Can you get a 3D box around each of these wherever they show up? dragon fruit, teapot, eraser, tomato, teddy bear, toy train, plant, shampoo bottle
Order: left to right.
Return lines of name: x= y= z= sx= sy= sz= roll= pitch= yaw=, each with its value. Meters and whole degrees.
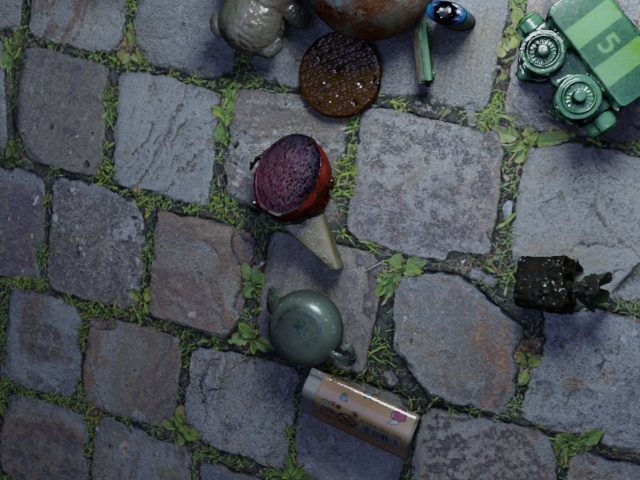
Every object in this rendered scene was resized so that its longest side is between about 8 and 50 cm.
teddy bear: x=-0.131 y=-0.567 z=1.910 sx=0.235 sy=0.151 sz=0.267 roll=27 pitch=110 yaw=6
dragon fruit: x=-0.044 y=-0.138 z=1.973 sx=0.223 sy=0.148 sz=0.219 roll=-26 pitch=59 yaw=31
teapot: x=-0.033 y=0.217 z=2.026 sx=0.294 sy=0.129 sz=0.193 roll=35 pitch=109 yaw=9
eraser: x=0.097 y=0.428 z=2.002 sx=0.290 sy=0.087 sz=0.171 roll=22 pitch=143 yaw=15
tomato: x=0.108 y=-0.594 z=1.758 sx=0.316 sy=0.282 sz=0.317 roll=8 pitch=107 yaw=30
toy train: x=0.235 y=-0.424 z=1.844 sx=0.038 sy=0.071 sz=0.148 roll=-4 pitch=98 yaw=20
shampoo bottle: x=0.282 y=-0.487 z=1.756 sx=0.087 sy=0.183 sz=0.050 roll=16 pitch=103 yaw=16
plant: x=0.532 y=0.098 z=1.790 sx=0.203 sy=0.142 sz=0.131 roll=10 pitch=87 yaw=23
toy train: x=0.550 y=-0.375 z=1.700 sx=0.238 sy=0.167 sz=0.299 roll=-36 pitch=87 yaw=12

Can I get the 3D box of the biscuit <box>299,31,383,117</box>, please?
biscuit: x=0.048 y=-0.394 z=1.936 sx=0.212 sy=0.036 sz=0.212 roll=4 pitch=101 yaw=21

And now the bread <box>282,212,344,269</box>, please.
bread: x=-0.016 y=0.013 z=2.006 sx=0.105 sy=0.077 sz=0.152 roll=-19 pitch=89 yaw=18
